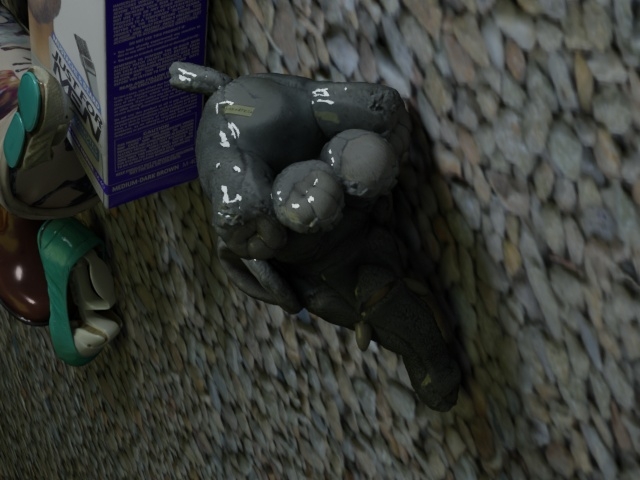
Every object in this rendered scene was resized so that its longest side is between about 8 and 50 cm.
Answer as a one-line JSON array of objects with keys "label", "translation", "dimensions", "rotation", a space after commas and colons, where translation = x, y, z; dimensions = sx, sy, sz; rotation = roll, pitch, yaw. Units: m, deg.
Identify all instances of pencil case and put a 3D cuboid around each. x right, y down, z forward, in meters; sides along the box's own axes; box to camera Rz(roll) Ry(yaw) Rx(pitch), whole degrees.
[{"label": "pencil case", "translation": [-0.347, -0.168, 1.950], "dimensions": [0.410, 0.160, 0.183], "rotation": [39, 103, 46]}]

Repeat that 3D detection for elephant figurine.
[{"label": "elephant figurine", "translation": [0.000, 0.000, 1.310], "dimensions": [0.239, 0.169, 0.186], "rotation": [69, -164, -52]}]

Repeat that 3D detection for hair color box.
[{"label": "hair color box", "translation": [-0.184, -0.208, 1.608], "dimensions": [0.185, 0.110, 0.339], "rotation": [57, 155, 30]}]

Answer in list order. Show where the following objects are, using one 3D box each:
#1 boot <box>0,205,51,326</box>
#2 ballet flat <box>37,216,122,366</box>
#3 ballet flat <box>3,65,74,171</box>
[{"label": "boot", "translation": [-0.351, -0.065, 2.192], "dimensions": [0.280, 0.096, 0.264], "rotation": [113, 151, -57]}, {"label": "ballet flat", "translation": [-0.284, 0.079, 2.191], "dimensions": [0.087, 0.083, 0.247], "rotation": [29, 142, 31]}, {"label": "ballet flat", "translation": [-0.251, -0.115, 1.647], "dimensions": [0.168, 0.052, 0.057], "rotation": [-47, 58, 62]}]
